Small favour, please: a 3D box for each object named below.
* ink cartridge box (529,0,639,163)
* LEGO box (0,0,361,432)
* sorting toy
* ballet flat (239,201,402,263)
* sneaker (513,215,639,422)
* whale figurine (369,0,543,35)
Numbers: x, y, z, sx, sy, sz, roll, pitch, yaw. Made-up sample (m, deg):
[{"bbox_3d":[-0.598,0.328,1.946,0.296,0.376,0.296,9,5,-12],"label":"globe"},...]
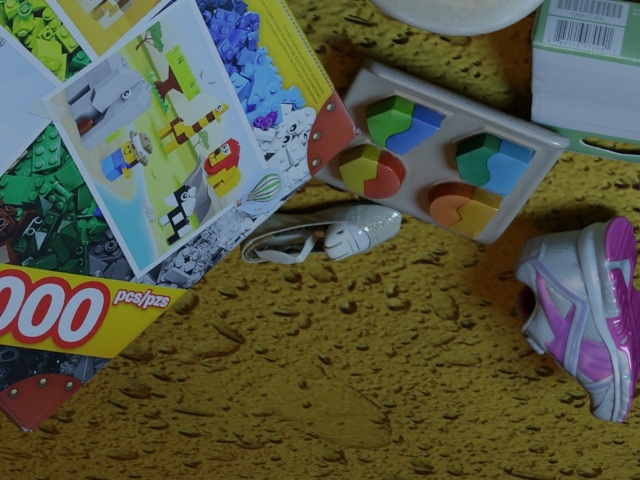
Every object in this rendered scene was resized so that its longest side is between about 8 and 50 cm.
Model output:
[{"bbox_3d":[0.259,-0.127,1.577,0.171,0.056,0.235,10,166,8],"label":"ink cartridge box"},{"bbox_3d":[-0.243,-0.153,1.410,0.193,0.372,0.500,39,168,42],"label":"LEGO box"},{"bbox_3d":[0.097,-0.069,1.696,0.193,0.038,0.208,21,150,-7],"label":"sorting toy"},{"bbox_3d":[0.000,0.000,1.826,0.168,0.052,0.057,-6,137,25],"label":"ballet flat"},{"bbox_3d":[0.246,0.073,1.802,0.111,0.103,0.252,4,135,22],"label":"sneaker"},{"bbox_3d":[0.115,-0.287,1.388,0.216,0.141,0.272,16,118,-1],"label":"whale figurine"}]
